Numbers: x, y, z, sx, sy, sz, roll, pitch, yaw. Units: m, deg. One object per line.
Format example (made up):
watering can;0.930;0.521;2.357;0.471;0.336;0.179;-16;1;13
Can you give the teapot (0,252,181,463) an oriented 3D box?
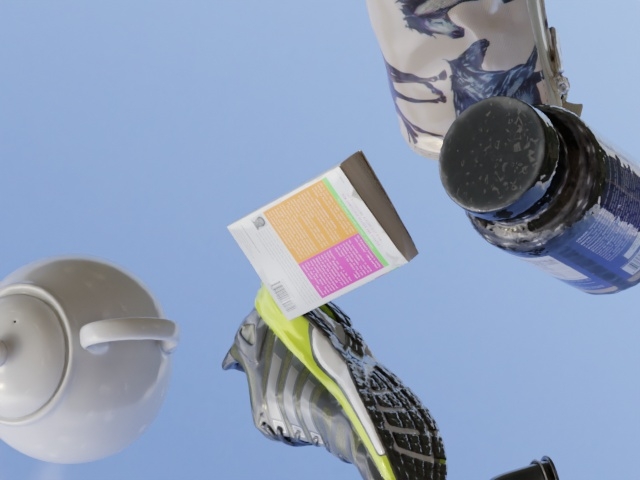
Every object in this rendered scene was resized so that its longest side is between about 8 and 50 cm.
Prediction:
teapot;-0.293;0.125;1.726;0.252;0.256;0.187;39;-168;27

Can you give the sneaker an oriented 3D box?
sneaker;0.010;0.159;1.471;0.111;0.121;0.300;21;-157;-43

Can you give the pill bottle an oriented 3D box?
pill bottle;0.190;-0.037;1.275;0.219;0.123;0.123;25;-153;-52

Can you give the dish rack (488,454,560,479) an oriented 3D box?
dish rack;0.192;0.350;1.547;0.074;0.271;0.208;-8;-117;-10

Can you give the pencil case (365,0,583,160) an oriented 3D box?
pencil case;0.122;-0.268;1.431;0.183;0.410;0.160;-3;-139;17

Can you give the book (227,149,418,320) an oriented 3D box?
book;0.000;0.000;1.279;0.096;0.144;0.035;58;-139;-6
